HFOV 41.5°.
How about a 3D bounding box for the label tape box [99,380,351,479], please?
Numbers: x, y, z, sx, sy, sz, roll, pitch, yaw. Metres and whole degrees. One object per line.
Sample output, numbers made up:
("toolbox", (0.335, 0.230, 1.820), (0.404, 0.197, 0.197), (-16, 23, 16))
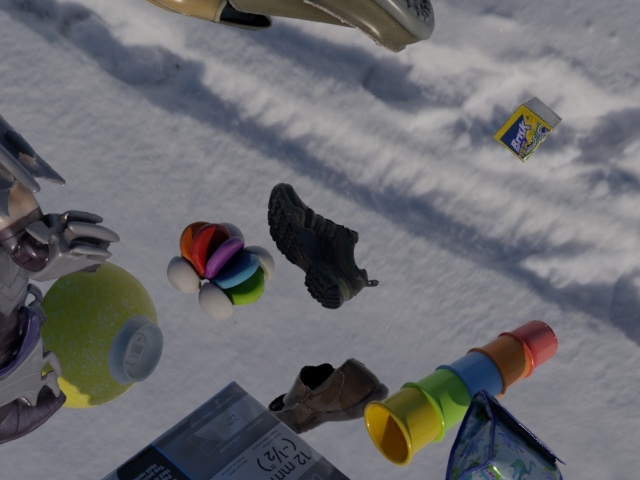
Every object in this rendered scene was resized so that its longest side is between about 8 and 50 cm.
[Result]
("label tape box", (-0.075, 0.368, 1.049), (0.347, 0.115, 0.249), (34, 40, 22))

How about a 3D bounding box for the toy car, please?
("toy car", (-0.176, 0.035, 1.500), (0.182, 0.136, 0.159), (37, 60, 20))

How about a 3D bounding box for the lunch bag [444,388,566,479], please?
("lunch bag", (0.237, 0.275, 1.062), (0.129, 0.151, 0.096), (42, 121, -10))

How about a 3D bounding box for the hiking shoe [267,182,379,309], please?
("hiking shoe", (0.000, 0.000, 1.377), (0.114, 0.086, 0.227), (-22, 77, -35))

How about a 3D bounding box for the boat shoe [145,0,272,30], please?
("boat shoe", (-0.144, -0.312, 1.090), (0.189, 0.068, 0.072), (1, 36, -34))

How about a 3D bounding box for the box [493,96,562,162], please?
("box", (0.286, -0.154, 1.152), (0.054, 0.169, 0.059), (42, 113, 7))

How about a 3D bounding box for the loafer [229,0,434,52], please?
("loafer", (-0.026, -0.217, 0.662), (0.251, 0.087, 0.094), (32, 35, 0))

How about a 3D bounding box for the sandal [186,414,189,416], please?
("sandal", (-0.234, 0.410, 1.744), (0.079, 0.240, 0.088), (12, 71, 1))

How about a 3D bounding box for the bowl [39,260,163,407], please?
("bowl", (-0.395, 0.194, 1.604), (0.156, 0.289, 0.290), (14, 73, 25))

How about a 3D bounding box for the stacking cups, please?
("stacking cups", (0.207, 0.195, 1.195), (0.316, 0.096, 0.096), (-27, 73, -30))

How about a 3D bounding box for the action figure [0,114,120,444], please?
("action figure", (-0.200, -0.009, 0.498), (0.099, 0.285, 0.185), (-23, 53, -33))

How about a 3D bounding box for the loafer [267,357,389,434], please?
("loafer", (0.000, 0.323, 1.834), (0.133, 0.366, 0.130), (-33, 94, -43))
